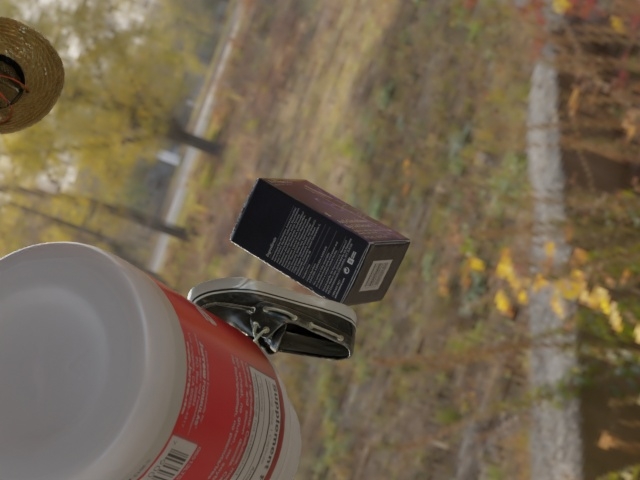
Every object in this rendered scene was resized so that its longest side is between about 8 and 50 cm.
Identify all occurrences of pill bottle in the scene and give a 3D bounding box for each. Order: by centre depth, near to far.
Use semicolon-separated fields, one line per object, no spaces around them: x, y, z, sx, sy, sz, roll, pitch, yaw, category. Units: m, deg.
-0.166;0.162;1.317;0.407;0.229;0.229;42;-115;-64;pill bottle

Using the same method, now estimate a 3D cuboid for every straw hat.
-0.338;-0.156;1.443;0.061;0.144;0.144;124;165;-56;straw hat

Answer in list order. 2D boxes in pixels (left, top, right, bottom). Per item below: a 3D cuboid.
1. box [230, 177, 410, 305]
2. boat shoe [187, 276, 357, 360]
0.000;0.000;2.036;0.153;0.207;0.108;-5;-57;-64;box
-0.061;0.103;1.761;0.070;0.219;0.078;-84;6;-45;boat shoe
